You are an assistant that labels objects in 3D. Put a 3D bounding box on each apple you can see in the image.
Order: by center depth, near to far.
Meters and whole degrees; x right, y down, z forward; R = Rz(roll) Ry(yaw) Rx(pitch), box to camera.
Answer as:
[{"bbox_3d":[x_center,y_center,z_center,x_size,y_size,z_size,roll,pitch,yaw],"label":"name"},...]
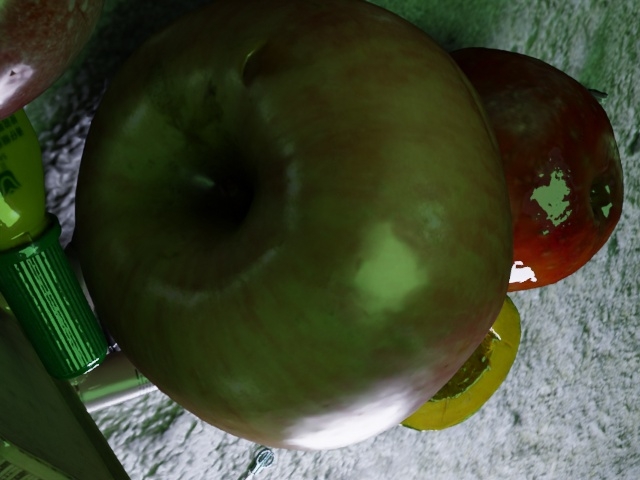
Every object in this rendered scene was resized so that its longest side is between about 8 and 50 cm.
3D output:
[{"bbox_3d":[-0.013,-0.014,1.063,0.346,0.391,0.391,16,105,-54],"label":"apple"}]

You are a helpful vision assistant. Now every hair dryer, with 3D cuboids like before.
[{"bbox_3d":[-0.250,0.078,1.130,0.195,0.053,0.220,-17,125,-25],"label":"hair dryer"}]

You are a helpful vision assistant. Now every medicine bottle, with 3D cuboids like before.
[{"bbox_3d":[-0.256,-0.029,0.950,0.111,0.076,0.309,-34,108,-30],"label":"medicine bottle"}]

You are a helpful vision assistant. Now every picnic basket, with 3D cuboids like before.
[{"bbox_3d":[-0.307,0.147,0.942,0.175,0.313,0.228,-42,141,-1],"label":"picnic basket"}]

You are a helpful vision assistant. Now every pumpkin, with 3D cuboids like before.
[{"bbox_3d":[0.142,0.125,1.549,0.217,0.110,0.217,-15,126,-23],"label":"pumpkin"}]

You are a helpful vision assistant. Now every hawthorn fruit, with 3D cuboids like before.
[{"bbox_3d":[0.191,-0.072,1.331,0.284,0.284,0.284,-26,133,-31],"label":"hawthorn fruit"}]

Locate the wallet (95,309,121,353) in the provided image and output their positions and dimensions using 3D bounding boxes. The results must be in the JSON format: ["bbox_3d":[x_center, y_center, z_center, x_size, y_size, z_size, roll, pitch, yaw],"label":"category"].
[{"bbox_3d":[-0.188,0.072,1.233,0.082,0.018,0.157,-33,137,-25],"label":"wallet"}]

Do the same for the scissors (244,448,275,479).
[{"bbox_3d":[-0.088,0.295,1.502,0.083,0.006,0.036,-50,143,-7],"label":"scissors"}]

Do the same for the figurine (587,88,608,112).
[{"bbox_3d":[0.353,-0.139,1.609,0.072,0.054,0.129,-30,130,-48],"label":"figurine"}]

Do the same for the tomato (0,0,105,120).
[{"bbox_3d":[-0.263,-0.195,0.782,0.270,0.270,0.227,-53,173,-2],"label":"tomato"}]
